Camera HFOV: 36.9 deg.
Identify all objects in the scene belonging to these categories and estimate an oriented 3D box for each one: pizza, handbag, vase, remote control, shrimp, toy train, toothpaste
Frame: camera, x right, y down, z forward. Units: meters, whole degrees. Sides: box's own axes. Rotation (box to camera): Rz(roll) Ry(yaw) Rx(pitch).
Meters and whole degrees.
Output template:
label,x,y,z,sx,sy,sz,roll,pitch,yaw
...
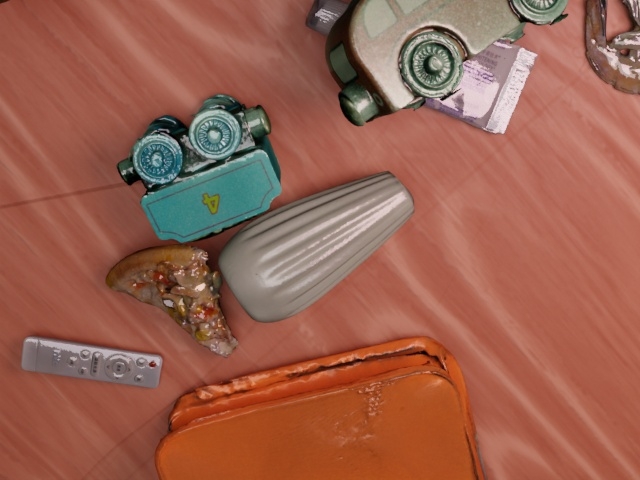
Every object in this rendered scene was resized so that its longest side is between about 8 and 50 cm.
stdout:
label,x,y,z,sx,sy,sz,roll,pitch,yaw
pizza,-0.174,0.087,1.230,0.185,0.052,0.195,-15,126,40
handbag,0.011,0.311,1.279,0.410,0.116,0.303,-14,107,6
vase,0.000,0.000,1.192,0.248,0.128,0.128,-31,102,0
remote control,-0.306,0.162,1.290,0.184,0.027,0.050,10,106,-6
shrimp,0.368,-0.277,1.150,0.126,0.047,0.223,-23,105,17
toy train,-0.143,-0.088,1.180,0.198,0.107,0.154,-21,111,6
toothpaste,0.118,-0.225,1.163,0.282,0.068,0.099,20,132,-11
toy train,0.141,-0.255,1.072,0.326,0.129,0.159,-36,96,-10

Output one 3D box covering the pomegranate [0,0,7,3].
label,x,y,z,sx,sy,sz,roll,pitch,yaw
pomegranate,-0.352,-0.398,0.996,0.291,0.323,0.291,4,113,9
